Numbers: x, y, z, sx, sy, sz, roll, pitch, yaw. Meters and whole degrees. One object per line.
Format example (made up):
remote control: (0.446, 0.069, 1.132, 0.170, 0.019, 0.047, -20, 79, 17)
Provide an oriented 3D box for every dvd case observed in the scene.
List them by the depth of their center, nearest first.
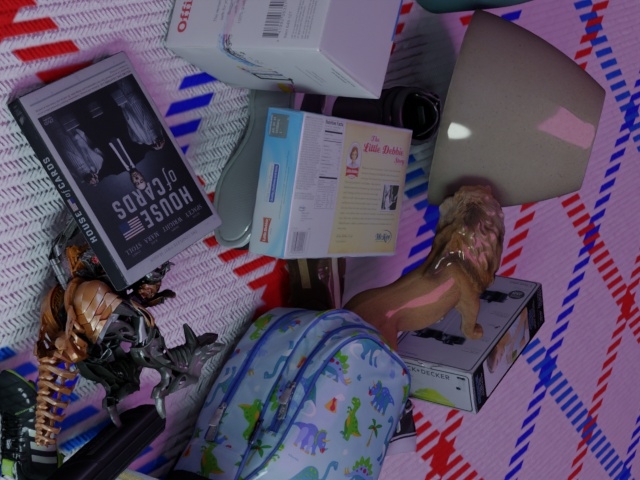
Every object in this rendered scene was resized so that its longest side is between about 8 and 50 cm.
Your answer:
dvd case: (-0.229, -0.083, 1.457, 0.179, 0.030, 0.238, -37, 100, -48)

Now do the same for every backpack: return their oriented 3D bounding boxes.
backpack: (-0.032, 0.262, 1.751, 0.290, 0.273, 0.355, 44, 47, -34)

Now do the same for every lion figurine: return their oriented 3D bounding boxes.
lion figurine: (0.140, 0.092, 1.946, 0.392, 0.142, 0.240, -39, 143, -28)

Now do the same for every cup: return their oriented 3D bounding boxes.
cup: (0.330, -0.189, 2.082, 0.331, 0.237, 0.331, 15, 90, -80)

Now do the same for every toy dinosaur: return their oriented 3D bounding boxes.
toy dinosaur: (-0.255, 0.096, 1.468, 0.322, 0.164, 0.218, -54, 125, -23)

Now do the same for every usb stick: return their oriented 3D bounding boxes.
usb stick: (-0.254, 0.255, 1.468, 0.045, 0.077, 0.278, 68, 17, -7)

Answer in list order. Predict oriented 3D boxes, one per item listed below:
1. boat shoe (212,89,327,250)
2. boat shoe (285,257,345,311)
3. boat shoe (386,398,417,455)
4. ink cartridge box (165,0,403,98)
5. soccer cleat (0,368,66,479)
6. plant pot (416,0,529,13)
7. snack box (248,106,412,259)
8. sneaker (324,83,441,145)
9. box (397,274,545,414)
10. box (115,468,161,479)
boat shoe: (-0.057, -0.115, 1.725, 0.091, 0.114, 0.302, 37, 66, -47)
boat shoe: (-0.008, -0.001, 1.861, 0.095, 0.095, 0.257, -49, 142, -59)
boat shoe: (0.079, 0.290, 2.022, 0.306, 0.113, 0.104, 9, 83, -60)
ink cartridge box: (-0.043, -0.289, 1.601, 0.168, 0.233, 0.171, 27, 74, -58)
soccer cleat: (-0.333, 0.226, 1.431, 0.072, 0.060, 0.179, -44, 135, -41)
plant pot: (0.296, -0.513, 2.065, 0.293, 0.235, 0.293, -18, 111, -53)
snack box: (0.022, -0.072, 1.714, 0.322, 0.060, 0.187, 0, 99, -61)
sneaker: (0.140, -0.190, 1.978, 0.296, 0.147, 0.104, -11, 104, -57)
box: (0.256, 0.169, 2.215, 0.290, 0.169, 0.087, -44, 134, -45)
box: (-0.175, 0.355, 1.540, 0.056, 0.231, 0.183, -57, 139, -28)
